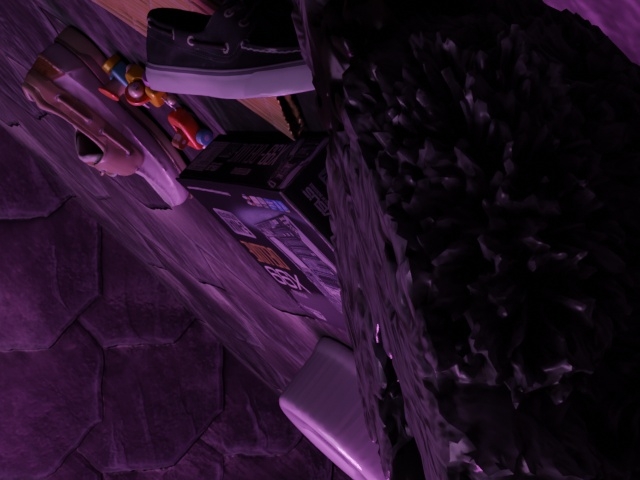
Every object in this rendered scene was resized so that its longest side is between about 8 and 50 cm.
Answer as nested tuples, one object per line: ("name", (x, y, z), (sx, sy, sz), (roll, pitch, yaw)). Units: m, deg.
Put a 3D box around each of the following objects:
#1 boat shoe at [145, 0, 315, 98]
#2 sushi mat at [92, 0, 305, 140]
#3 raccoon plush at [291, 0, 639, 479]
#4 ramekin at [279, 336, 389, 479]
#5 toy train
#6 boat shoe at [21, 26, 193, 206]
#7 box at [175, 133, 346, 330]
("boat shoe", (-0.058, -0.152, 0.776), (0.228, 0.080, 0.076), (13, 117, 49))
("sushi mat", (-0.145, -0.214, 0.938), (0.316, 0.019, 0.151), (37, 165, 23))
("raccoon plush", (0.158, -0.043, 0.419), (0.216, 0.299, 0.446), (-129, 28, -76))
("ramekin", (0.061, 0.300, 1.700), (0.277, 0.135, 0.277), (40, 166, 12))
("toy train", (-0.205, -0.158, 1.229), (0.166, 0.046, 0.125), (31, 162, 41))
("boat shoe", (-0.281, -0.141, 1.377), (0.113, 0.103, 0.302), (28, 160, 49))
("box", (0.000, 0.000, 1.062), (0.242, 0.076, 0.307), (48, 166, -22))
